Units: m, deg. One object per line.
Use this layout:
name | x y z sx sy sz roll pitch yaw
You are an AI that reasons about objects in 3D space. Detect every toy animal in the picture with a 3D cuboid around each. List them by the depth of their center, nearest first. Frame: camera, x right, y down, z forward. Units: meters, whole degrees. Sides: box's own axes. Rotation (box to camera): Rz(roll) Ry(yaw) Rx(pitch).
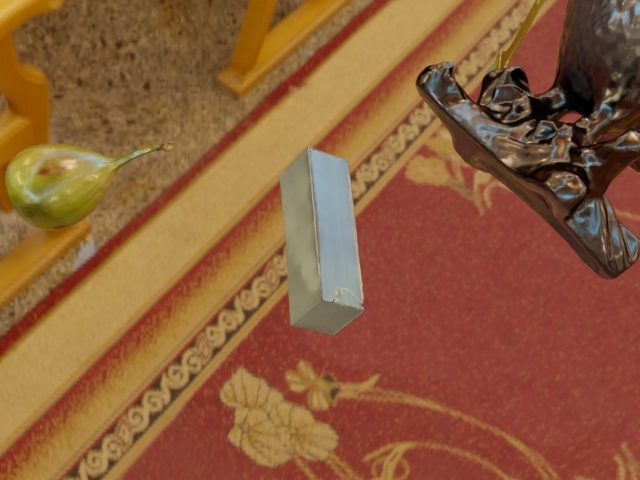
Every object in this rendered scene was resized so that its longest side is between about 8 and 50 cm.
toy animal | 0.161 -0.095 0.465 0.210 0.117 0.121 -51 43 10

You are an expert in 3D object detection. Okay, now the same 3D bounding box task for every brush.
brush | 0.266 -0.270 1.384 0.011 0.205 0.083 20 51 -5

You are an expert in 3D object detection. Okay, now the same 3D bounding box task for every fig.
fig | -0.230 -0.053 1.008 0.166 0.093 0.093 0 58 -5

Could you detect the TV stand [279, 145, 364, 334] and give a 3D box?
TV stand | 0.000 0.000 1.504 0.082 0.088 0.269 17 52 -30
